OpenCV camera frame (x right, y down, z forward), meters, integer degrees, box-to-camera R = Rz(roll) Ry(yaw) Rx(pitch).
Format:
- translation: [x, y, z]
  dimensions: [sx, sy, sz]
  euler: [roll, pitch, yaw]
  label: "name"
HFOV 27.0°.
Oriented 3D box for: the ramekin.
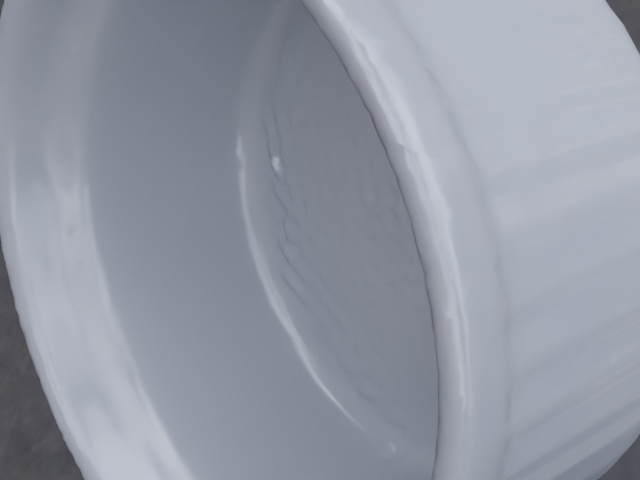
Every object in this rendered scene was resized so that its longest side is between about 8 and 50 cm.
- translation: [0.000, 0.000, 0.495]
  dimensions: [0.135, 0.277, 0.277]
  euler: [-16, 68, -36]
  label: "ramekin"
